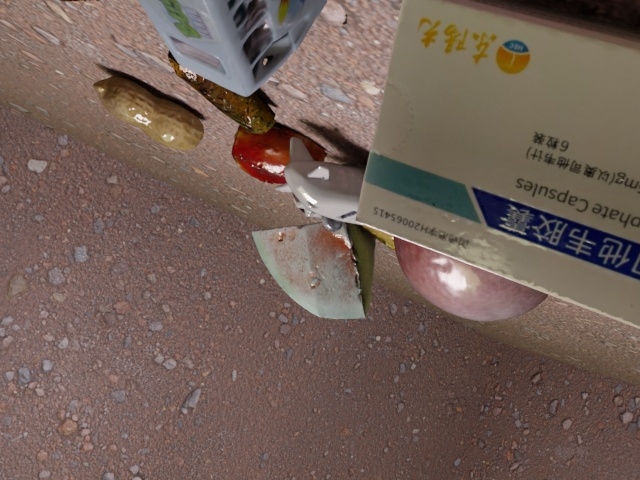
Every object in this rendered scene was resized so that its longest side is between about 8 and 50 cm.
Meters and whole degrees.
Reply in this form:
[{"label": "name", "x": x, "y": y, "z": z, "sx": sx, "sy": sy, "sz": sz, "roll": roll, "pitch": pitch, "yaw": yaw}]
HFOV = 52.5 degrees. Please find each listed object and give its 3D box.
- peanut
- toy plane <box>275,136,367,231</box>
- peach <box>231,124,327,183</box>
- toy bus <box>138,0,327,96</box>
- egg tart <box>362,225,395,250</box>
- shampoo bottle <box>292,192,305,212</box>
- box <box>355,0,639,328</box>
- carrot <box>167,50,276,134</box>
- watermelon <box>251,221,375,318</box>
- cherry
[{"label": "peanut", "x": -0.336, "y": -0.251, "z": 1.274, "sx": 0.228, "sy": 0.085, "sz": 0.104, "roll": 27, "pitch": -177, "yaw": -19}, {"label": "toy plane", "x": 0.041, "y": -0.090, "z": 1.091, "sx": 0.245, "sy": 0.117, "sz": 0.244, "roll": -1, "pitch": 162, "yaw": 0}, {"label": "peach", "x": -0.083, "y": -0.150, "z": 1.163, "sx": 0.172, "sy": 0.092, "sz": 0.127, "roll": 24, "pitch": 171, "yaw": 12}, {"label": "toy bus", "x": -0.066, "y": -0.210, "z": 0.411, "sx": 0.109, "sy": 0.135, "sz": 0.329, "roll": 25, "pitch": 173, "yaw": 7}, {"label": "egg tart", "x": 0.194, "y": 0.002, "z": 1.291, "sx": 0.279, "sy": 0.095, "sz": 0.279, "roll": 36, "pitch": -178, "yaw": -2}, {"label": "shampoo bottle", "x": -0.008, "y": -0.095, "z": 1.410, "sx": 0.085, "sy": 0.085, "sz": 0.244, "roll": 26, "pitch": 175, "yaw": -21}, {"label": "box", "x": 0.208, "y": -0.052, "z": 0.485, "sx": 0.344, "sy": 0.200, "sz": 0.065, "roll": 21, "pitch": -149, "yaw": 17}, {"label": "carrot", "x": -0.136, "y": -0.217, "z": 0.934, "sx": 0.069, "sy": 0.069, "sz": 0.229, "roll": 20, "pitch": 174, "yaw": 26}, {"label": "watermelon", "x": 0.000, "y": 0.000, "z": 1.373, "sx": 0.290, "sy": 0.319, "sz": 0.213, "roll": 20, "pitch": 142, "yaw": 4}, {"label": "cherry", "x": 0.201, "y": -0.002, "z": 0.863, "sx": 0.239, "sy": 0.206, "sz": 0.239, "roll": 30, "pitch": -176, "yaw": -2}]
